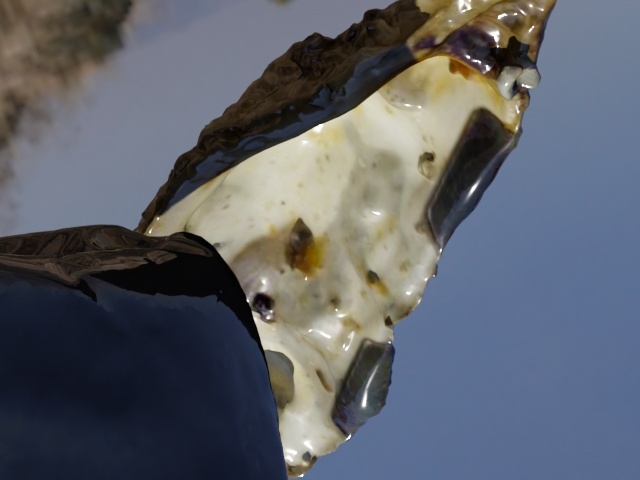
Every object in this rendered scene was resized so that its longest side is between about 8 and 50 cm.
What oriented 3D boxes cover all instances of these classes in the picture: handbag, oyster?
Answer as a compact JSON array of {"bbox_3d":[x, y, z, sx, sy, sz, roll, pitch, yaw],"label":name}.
[{"bbox_3d":[-0.192,0.104,0.623,0.302,0.178,0.275,-16,179,27],"label":"handbag"},{"bbox_3d":[-0.003,-0.001,0.762,0.345,0.129,0.078,-54,-167,41],"label":"oyster"}]
